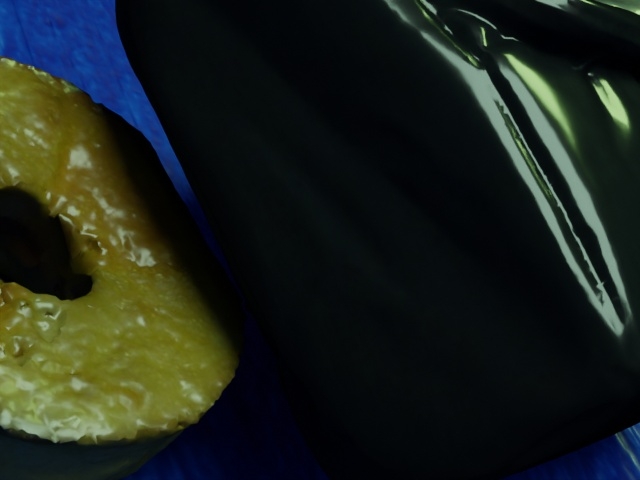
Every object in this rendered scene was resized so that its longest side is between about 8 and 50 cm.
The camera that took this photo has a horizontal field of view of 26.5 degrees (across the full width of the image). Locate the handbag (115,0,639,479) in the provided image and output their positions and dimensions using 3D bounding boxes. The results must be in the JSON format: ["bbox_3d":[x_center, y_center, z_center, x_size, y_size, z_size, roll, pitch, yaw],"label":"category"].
[{"bbox_3d":[0.081,-0.045,0.608,0.302,0.178,0.275,-2,65,-61],"label":"handbag"}]

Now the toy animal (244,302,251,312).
[{"bbox_3d":[0.000,0.000,0.676,0.065,0.047,0.135,34,29,-23],"label":"toy animal"}]

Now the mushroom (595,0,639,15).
[{"bbox_3d":[0.172,-0.137,0.962,0.109,0.097,0.351,43,38,24],"label":"mushroom"}]

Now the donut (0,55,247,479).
[{"bbox_3d":[-0.122,0.017,0.526,0.190,0.074,0.174,46,34,11],"label":"donut"}]
